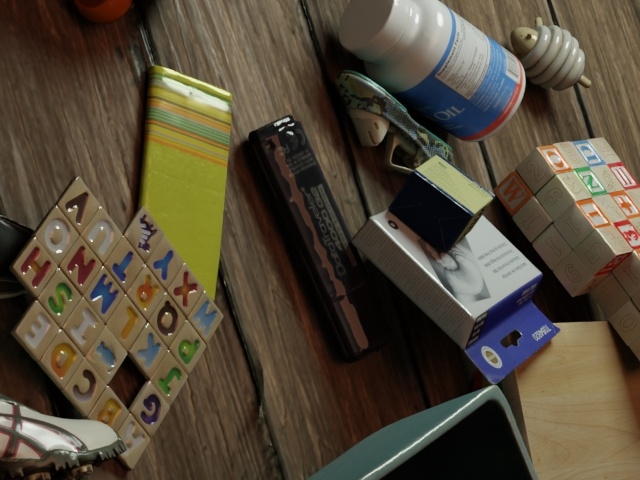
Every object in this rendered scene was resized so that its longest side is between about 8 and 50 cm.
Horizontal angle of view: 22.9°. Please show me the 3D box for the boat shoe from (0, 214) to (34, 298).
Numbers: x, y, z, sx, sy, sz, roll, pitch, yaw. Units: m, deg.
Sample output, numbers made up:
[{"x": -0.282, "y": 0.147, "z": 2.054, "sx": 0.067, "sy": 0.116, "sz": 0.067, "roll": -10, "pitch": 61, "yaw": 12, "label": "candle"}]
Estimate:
[{"x": -0.322, "y": -0.004, "z": 1.366, "sx": 0.233, "sy": 0.079, "sz": 0.084, "roll": 21, "pitch": 60, "yaw": -42, "label": "boat shoe"}]

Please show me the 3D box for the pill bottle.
[{"x": 0.129, "y": -0.215, "z": 1.868, "sx": 0.221, "sy": 0.124, "sz": 0.124, "roll": 29, "pitch": 57, "yaw": -35, "label": "pill bottle"}]

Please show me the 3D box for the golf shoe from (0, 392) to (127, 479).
[{"x": -0.282, "y": 0.159, "z": 1.333, "sx": 0.273, "sy": 0.105, "sz": 0.120, "roll": 2, "pitch": 68, "yaw": -46, "label": "golf shoe"}]

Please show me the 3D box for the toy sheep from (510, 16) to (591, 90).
[{"x": 0.307, "y": -0.242, "z": 2.089, "sx": 0.132, "sy": 0.091, "sz": 0.091, "roll": 27, "pitch": 56, "yaw": -15, "label": "toy sheep"}]

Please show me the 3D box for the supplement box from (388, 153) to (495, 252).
[{"x": 0.134, "y": -0.042, "z": 1.746, "sx": 0.083, "sy": 0.056, "sz": 0.083, "roll": 38, "pitch": 28, "yaw": 9, "label": "supplement box"}]

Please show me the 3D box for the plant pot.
[{"x": 0.057, "y": 0.313, "z": 1.513, "sx": 0.248, "sy": 0.252, "sz": 0.247, "roll": -27, "pitch": 97, "yaw": -47, "label": "plant pot"}]

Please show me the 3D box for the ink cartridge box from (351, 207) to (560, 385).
[{"x": 0.168, "y": 0.041, "z": 1.777, "sx": 0.224, "sy": 0.045, "sz": 0.223, "roll": 46, "pitch": 28, "yaw": 10, "label": "ink cartridge box"}]

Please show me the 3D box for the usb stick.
[{"x": 0.000, "y": 0.000, "z": 1.718, "sx": 0.077, "sy": 0.045, "sz": 0.278, "roll": -28, "pitch": 97, "yaw": -41, "label": "usb stick"}]

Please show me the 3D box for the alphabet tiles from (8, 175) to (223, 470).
[{"x": -0.193, "y": 0.064, "z": 1.477, "sx": 0.237, "sy": 0.009, "sz": 0.198, "roll": 57, "pitch": 47, "yaw": -34, "label": "alphabet tiles"}]

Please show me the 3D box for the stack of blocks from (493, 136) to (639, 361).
[{"x": 0.370, "y": 0.017, "z": 1.977, "sx": 0.171, "sy": 0.087, "sz": 0.297, "roll": -12, "pitch": 62, "yaw": -51, "label": "stack of blocks"}]

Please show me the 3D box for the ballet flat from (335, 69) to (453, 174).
[{"x": 0.082, "y": -0.124, "z": 1.835, "sx": 0.188, "sy": 0.070, "sz": 0.070, "roll": 34, "pitch": 54, "yaw": -29, "label": "ballet flat"}]

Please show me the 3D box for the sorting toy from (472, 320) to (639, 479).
[{"x": 0.293, "y": 0.233, "z": 1.904, "sx": 0.257, "sy": 0.089, "sz": 0.255, "roll": 1, "pitch": 75, "yaw": -45, "label": "sorting toy"}]

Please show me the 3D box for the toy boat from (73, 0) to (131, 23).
[{"x": -0.197, "y": -0.287, "z": 1.569, "sx": 0.231, "sy": 0.151, "sz": 0.151, "roll": 30, "pitch": 86, "yaw": -36, "label": "toy boat"}]

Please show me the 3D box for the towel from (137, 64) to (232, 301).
[{"x": -0.143, "y": -0.059, "z": 1.612, "sx": 0.102, "sy": 0.021, "sz": 0.237, "roll": 18, "pitch": 64, "yaw": -35, "label": "towel"}]
